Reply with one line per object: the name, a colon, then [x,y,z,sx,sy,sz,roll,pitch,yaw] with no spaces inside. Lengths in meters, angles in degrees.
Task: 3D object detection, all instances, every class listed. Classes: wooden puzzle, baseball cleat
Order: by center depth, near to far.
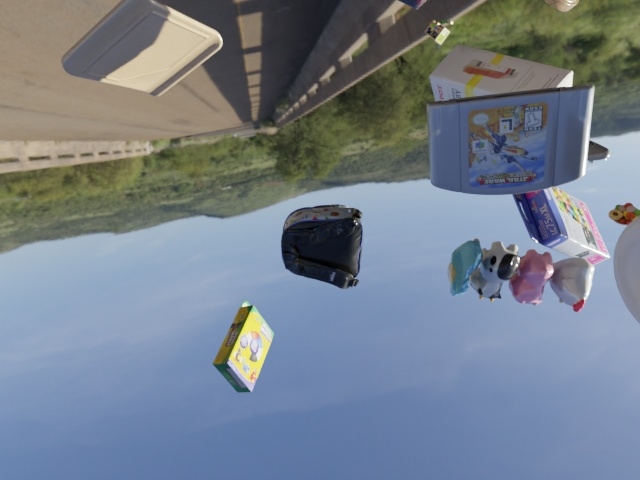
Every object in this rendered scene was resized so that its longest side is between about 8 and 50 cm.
wooden puzzle: [-0.339,-0.374,0.881,0.220,0.044,0.238,-27,174,22]
baseball cleat: [0.818,-0.319,1.449,0.072,0.110,0.205,-39,-140,-19]

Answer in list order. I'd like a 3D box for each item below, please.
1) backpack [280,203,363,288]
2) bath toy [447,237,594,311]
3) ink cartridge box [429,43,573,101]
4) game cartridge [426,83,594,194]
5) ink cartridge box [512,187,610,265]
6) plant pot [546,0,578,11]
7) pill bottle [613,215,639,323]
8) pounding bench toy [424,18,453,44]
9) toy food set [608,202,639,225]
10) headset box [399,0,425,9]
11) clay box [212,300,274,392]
backpack: [0.000,0.000,1.492,0.263,0.277,0.213,0,-155,-6]
bath toy: [0.492,0.097,1.096,0.347,0.129,0.151,8,154,-6]
ink cartridge box: [0.562,-0.424,1.433,0.160,0.279,0.384,-47,-129,-9]
game cartridge: [0.367,-0.190,0.897,0.296,0.198,0.062,-2,-158,17]
ink cartridge box: [0.631,-0.055,1.190,0.310,0.186,0.065,14,144,-31]
plant pot: [0.799,-0.892,1.488,0.237,0.238,0.109,-19,173,-34]
pill bottle: [0.613,0.026,0.619,0.333,0.188,0.188,-9,-169,-7]
pounding bench toy: [0.423,-0.756,1.605,0.052,0.065,0.083,-4,140,-52]
toy food set: [1.003,-0.087,1.485,0.082,0.020,0.083,-41,-133,-1]
headset box: [0.178,-0.637,0.963,0.292,0.110,0.218,14,173,-20]
clay box: [-0.197,0.278,1.222,0.053,0.128,0.222,-11,-144,26]
